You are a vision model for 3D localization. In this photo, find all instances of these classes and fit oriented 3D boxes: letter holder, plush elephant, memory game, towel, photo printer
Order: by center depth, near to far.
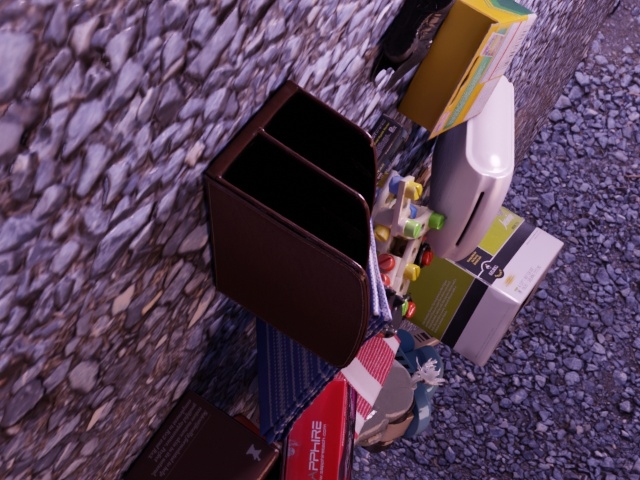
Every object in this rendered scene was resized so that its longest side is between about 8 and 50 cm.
[{"bbox_3d":[0.000,0.000,1.175,0.152,0.214,0.302,-51,166,-22],"label":"letter holder"},{"bbox_3d":[-0.005,0.107,1.421,0.336,0.040,0.243,-52,-148,40],"label":"towel"},{"bbox_3d":[0.280,-0.132,1.903,0.256,0.107,0.307,110,-7,-47],"label":"photo printer"},{"bbox_3d":[0.043,0.252,1.950,0.237,0.037,0.329,54,49,-32],"label":"towel"},{"bbox_3d":[0.185,-0.081,2.147,0.186,0.012,0.186,-53,167,-18],"label":"memory game"},{"bbox_3d":[0.084,0.329,2.348,0.330,0.272,0.255,-7,179,-32],"label":"plush elephant"}]

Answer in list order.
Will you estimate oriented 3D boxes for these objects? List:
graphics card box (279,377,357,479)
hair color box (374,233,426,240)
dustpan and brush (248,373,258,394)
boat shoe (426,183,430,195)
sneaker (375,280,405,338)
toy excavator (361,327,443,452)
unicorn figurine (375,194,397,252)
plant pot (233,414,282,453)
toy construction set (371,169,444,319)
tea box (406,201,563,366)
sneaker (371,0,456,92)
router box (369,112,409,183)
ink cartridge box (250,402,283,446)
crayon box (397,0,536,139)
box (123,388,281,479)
[{"bbox_3d":[0.002,0.347,1.647,0.371,0.094,0.233,72,21,-77],"label":"graphics card box"},{"bbox_3d":[0.149,0.002,1.997,0.141,0.043,0.072,-44,-150,29],"label":"hair color box"},{"bbox_3d":[-0.058,0.184,1.825,0.147,0.060,0.211,-55,162,23],"label":"dustpan and brush"},{"bbox_3d":[0.309,-0.154,2.269,0.254,0.079,0.095,-42,161,-56],"label":"boat shoe"},{"bbox_3d":[0.022,0.071,1.624,0.276,0.135,0.098,46,54,-45],"label":"sneaker"},{"bbox_3d":[0.243,0.317,2.810,0.445,0.433,0.222,-16,147,-27],"label":"toy excavator"},{"bbox_3d":[0.121,-0.014,1.951,0.162,0.060,0.111,-55,180,-33],"label":"unicorn figurine"},{"bbox_3d":[-0.130,0.505,1.899,0.275,0.243,0.275,-52,166,-18],"label":"plant pot"},{"bbox_3d":[0.105,0.043,1.798,0.328,0.151,0.215,-57,155,6],"label":"toy construction set"},{"bbox_3d":[0.350,0.066,2.421,0.329,0.323,0.220,-40,159,-50],"label":"tea box"},{"bbox_3d":[0.127,-0.278,1.349,0.170,0.051,0.089,-51,168,-1],"label":"sneaker"},{"bbox_3d":[0.087,-0.131,1.585,0.122,0.038,0.092,-57,167,4],"label":"router box"},{"bbox_3d":[-0.041,0.360,2.033,0.072,0.175,0.127,-39,159,-47],"label":"ink cartridge box"},{"bbox_3d":[0.236,-0.290,1.645,0.203,0.083,0.323,-62,167,24],"label":"crayon box"},{"bbox_3d":[-0.167,0.353,1.548,0.168,0.167,0.203,-54,167,-13],"label":"box"}]
